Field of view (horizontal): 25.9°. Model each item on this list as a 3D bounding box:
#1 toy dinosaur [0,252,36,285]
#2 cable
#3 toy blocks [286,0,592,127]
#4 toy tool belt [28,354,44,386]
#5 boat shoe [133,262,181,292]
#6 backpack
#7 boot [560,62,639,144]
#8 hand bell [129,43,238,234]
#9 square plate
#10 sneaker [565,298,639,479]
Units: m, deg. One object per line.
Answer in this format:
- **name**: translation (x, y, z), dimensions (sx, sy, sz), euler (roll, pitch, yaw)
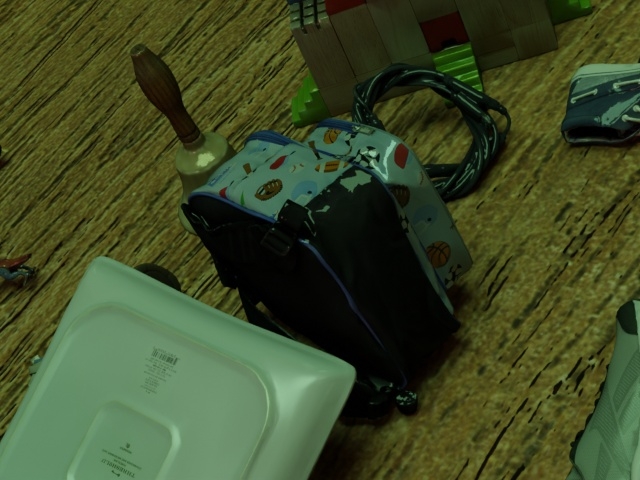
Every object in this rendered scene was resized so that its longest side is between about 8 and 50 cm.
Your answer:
- **toy dinosaur**: translation (-0.389, 0.029, 1.687), dimensions (0.082, 0.090, 0.047), euler (17, 35, 1)
- **cable**: translation (0.111, -0.123, 1.562), dimensions (0.184, 0.047, 0.150), euler (31, 83, 19)
- **toy blocks**: translation (0.100, -0.307, 1.614), dimensions (0.382, 0.261, 0.190), euler (-16, 44, 13)
- **toy tool belt**: translation (-0.282, 0.137, 1.535), dimensions (0.083, 0.052, 0.051), euler (-19, 51, 8)
- **boat shoe**: translation (-0.206, 0.154, 1.469), dimensions (0.095, 0.095, 0.257), euler (-36, 35, 50)
- **backpack**: translation (0.000, 0.000, 1.381), dimensions (0.263, 0.276, 0.213), euler (17, 53, 46)
- **boot**: translation (0.351, -0.144, 1.479), dimensions (0.190, 0.069, 0.086), euler (-4, 54, 35)
- **hand bell**: translation (-0.154, -0.131, 1.587), dimensions (0.126, 0.242, 0.126), euler (-15, 43, 14)
- **square plate**: translation (-0.180, 0.211, 1.313), dimensions (0.347, 0.049, 0.344), euler (21, 81, 33)
- **sneaker**: translation (0.262, 0.162, 1.196), dimensions (0.108, 0.100, 0.271), euler (-12, 45, 24)
